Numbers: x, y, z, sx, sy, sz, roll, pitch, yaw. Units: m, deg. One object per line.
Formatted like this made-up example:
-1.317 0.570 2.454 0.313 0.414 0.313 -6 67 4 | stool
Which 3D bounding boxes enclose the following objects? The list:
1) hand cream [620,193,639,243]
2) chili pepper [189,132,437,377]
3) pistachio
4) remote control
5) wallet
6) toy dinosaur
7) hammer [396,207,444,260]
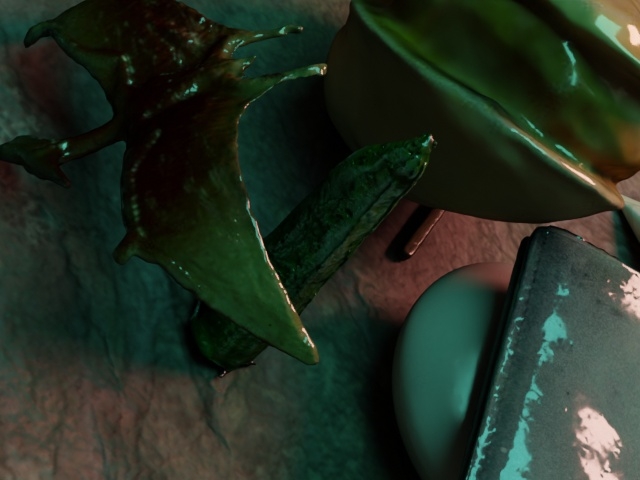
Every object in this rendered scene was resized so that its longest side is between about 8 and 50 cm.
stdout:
0.311 0.030 1.464 0.078 0.050 0.205 18 29 -29 | hand cream
0.000 0.000 1.110 0.059 0.227 0.088 31 42 -22 | chili pepper
0.128 -0.122 1.267 0.238 0.229 0.321 31 4 -26 | pistachio
0.182 0.160 1.249 0.332 0.103 0.221 47 49 -5 | remote control
0.231 0.155 1.183 0.290 0.054 0.251 31 51 -18 | wallet
-0.084 -0.060 1.115 0.206 0.327 0.113 -45 140 -19 | toy dinosaur
0.128 -0.066 1.416 0.058 0.029 0.292 44 45 -5 | hammer
